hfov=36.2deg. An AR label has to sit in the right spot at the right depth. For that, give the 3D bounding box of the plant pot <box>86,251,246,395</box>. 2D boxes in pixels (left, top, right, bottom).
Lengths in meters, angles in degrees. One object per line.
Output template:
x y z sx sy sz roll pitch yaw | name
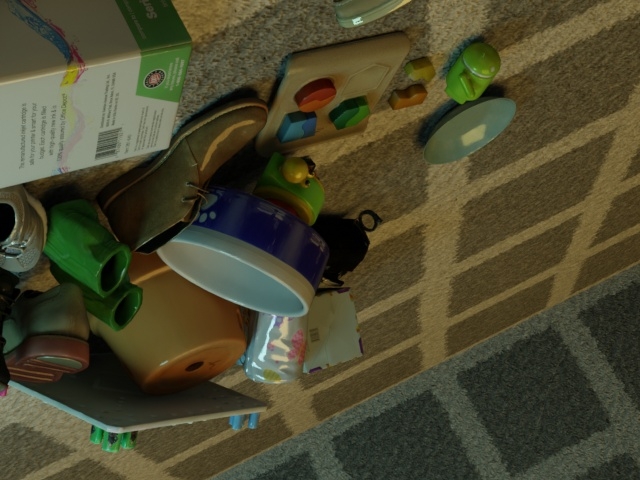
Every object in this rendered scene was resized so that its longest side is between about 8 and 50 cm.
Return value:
-0.262 0.142 1.747 0.291 0.203 0.291 -23 157 -10 | plant pot

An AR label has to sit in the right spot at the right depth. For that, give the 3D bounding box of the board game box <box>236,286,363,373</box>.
-0.058 0.177 1.997 0.142 0.144 0.275 -13 -175 -34 | board game box

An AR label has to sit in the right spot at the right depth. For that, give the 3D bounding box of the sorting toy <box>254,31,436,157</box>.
0.060 -0.226 1.516 0.307 0.041 0.229 -17 156 -26 | sorting toy

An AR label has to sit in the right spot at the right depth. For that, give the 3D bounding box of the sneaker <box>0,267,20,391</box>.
-0.483 0.113 1.411 0.130 0.227 0.087 -42 139 -4 | sneaker

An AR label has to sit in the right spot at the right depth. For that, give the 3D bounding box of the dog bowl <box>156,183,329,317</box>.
-0.123 0.019 1.557 0.265 0.265 0.104 80 31 -68 | dog bowl

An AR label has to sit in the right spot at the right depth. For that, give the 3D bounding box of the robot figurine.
0.249 -0.275 1.595 0.101 0.067 0.115 -46 174 -40 | robot figurine

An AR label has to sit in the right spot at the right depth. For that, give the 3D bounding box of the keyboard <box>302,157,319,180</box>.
-0.057 -0.086 1.724 0.108 0.023 0.180 -10 154 -24 | keyboard

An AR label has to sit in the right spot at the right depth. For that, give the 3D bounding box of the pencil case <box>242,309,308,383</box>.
-0.078 0.124 1.779 0.124 0.114 0.273 -20 121 -51 | pencil case

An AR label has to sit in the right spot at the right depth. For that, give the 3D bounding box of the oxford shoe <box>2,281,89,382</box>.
-0.447 0.148 1.529 0.123 0.130 0.348 18 157 -37 | oxford shoe

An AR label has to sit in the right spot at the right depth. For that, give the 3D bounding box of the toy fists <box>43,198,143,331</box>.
-0.350 0.031 1.483 0.096 0.142 0.279 -52 167 -21 | toy fists

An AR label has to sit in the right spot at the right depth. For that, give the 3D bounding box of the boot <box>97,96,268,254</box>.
-0.185 -0.090 1.437 0.305 0.115 0.112 -36 155 17 | boot

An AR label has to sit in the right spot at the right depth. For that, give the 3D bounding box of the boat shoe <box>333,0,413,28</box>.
0.124 -0.379 1.190 0.302 0.109 0.098 -35 118 19 | boat shoe

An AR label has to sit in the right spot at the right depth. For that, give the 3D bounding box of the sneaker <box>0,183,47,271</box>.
-0.424 -0.024 1.265 0.105 0.115 0.281 -1 149 -4 | sneaker

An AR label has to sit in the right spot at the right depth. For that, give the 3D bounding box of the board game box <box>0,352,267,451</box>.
-0.364 0.287 1.802 0.390 0.390 0.050 4 98 -54 | board game box

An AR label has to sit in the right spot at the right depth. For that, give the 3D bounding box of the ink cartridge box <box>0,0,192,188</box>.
-0.304 -0.172 1.099 0.278 0.117 0.201 -17 156 -26 | ink cartridge box

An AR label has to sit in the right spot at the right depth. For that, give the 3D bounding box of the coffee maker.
0.000 0.000 1.891 0.178 0.120 0.171 2 121 -54 | coffee maker

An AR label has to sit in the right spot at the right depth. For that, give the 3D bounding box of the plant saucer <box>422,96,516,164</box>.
0.266 -0.212 1.801 0.195 0.037 0.195 -24 159 -10 | plant saucer

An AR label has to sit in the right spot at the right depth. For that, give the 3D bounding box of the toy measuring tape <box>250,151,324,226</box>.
-0.070 -0.045 1.633 0.121 0.121 0.330 -17 163 -25 | toy measuring tape
